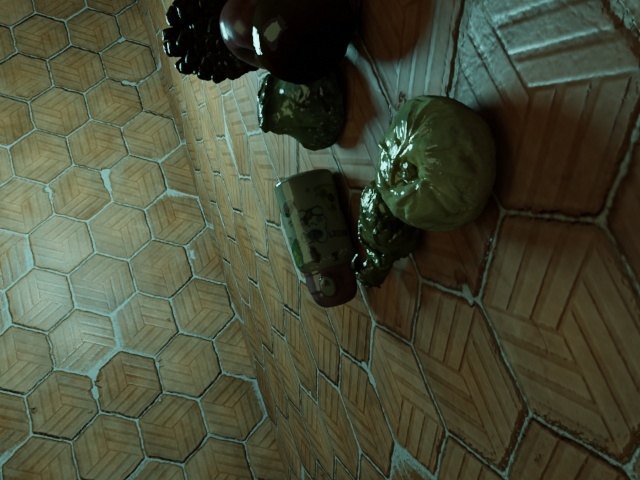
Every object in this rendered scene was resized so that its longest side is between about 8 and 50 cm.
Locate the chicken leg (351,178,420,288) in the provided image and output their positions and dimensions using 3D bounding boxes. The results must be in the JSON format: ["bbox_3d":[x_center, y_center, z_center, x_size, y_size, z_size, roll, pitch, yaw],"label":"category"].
[{"bbox_3d":[0.095,0.005,0.905,0.103,0.088,0.228,44,143,35],"label":"chicken leg"}]

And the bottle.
[{"bbox_3d":[0.000,0.000,1.125,0.120,0.120,0.253,148,106,-71],"label":"bottle"}]

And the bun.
[{"bbox_3d":[0.126,-0.088,0.707,0.188,0.111,0.164,-169,69,-73],"label":"bun"}]

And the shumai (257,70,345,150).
[{"bbox_3d":[-0.049,-0.248,1.043,0.184,0.141,0.184,164,90,-74],"label":"shumai"}]

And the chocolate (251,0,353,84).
[{"bbox_3d":[-0.035,-0.337,0.914,0.176,0.176,0.177,165,90,-71],"label":"chocolate"}]

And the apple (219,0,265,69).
[{"bbox_3d":[-0.112,-0.397,1.111,0.120,0.153,0.153,-68,18,-8],"label":"apple"}]

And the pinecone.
[{"bbox_3d":[-0.219,-0.434,1.251,0.201,0.228,0.203,36,133,50],"label":"pinecone"}]
